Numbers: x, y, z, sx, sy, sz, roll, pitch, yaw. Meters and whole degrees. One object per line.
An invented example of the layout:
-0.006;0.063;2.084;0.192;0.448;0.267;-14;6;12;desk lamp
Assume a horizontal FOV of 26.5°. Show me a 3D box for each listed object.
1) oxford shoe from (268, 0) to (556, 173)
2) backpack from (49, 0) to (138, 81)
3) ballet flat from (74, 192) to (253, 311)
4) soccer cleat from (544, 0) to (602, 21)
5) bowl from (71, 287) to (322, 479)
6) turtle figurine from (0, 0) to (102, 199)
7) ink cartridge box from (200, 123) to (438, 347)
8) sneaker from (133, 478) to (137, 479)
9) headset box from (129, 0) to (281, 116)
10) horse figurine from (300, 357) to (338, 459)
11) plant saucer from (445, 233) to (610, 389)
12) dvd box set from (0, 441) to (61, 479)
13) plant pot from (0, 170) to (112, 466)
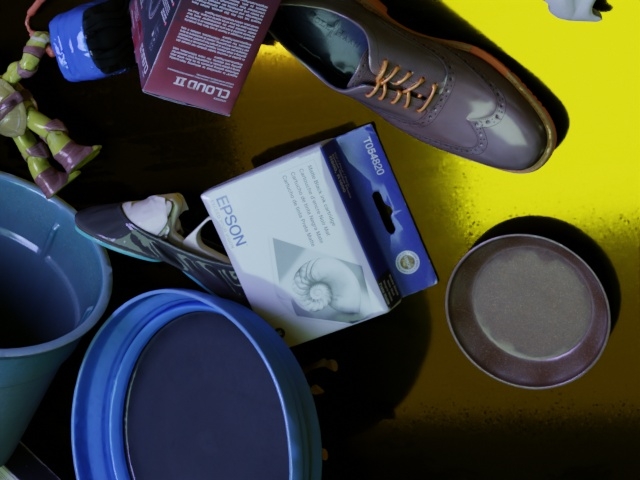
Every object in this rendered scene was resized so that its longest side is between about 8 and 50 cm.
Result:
0.092;-0.173;1.521;0.363;0.133;0.130;30;118;10;oxford shoe
-0.279;-0.241;1.660;0.101;0.120;0.098;-13;105;27;backpack
-0.174;-0.003;1.734;0.280;0.095;0.096;25;108;1;ballet flat
0.290;-0.324;1.423;0.076;0.068;0.196;15;117;1;soccer cleat
-0.156;0.252;1.679;0.391;0.077;0.391;2;93;40;bowl
-0.384;-0.172;1.751;0.217;0.087;0.269;48;120;0;turtle figurine
0.000;0.000;1.645;0.224;0.045;0.223;-22;100;11;ink cartridge box
-0.166;0.324;1.831;0.410;0.158;0.182;-2;97;20;sneaker
-0.120;-0.298;1.506;0.110;0.218;0.293;15;120;-22;headset box
-0.063;0.240;1.751;0.174;0.066;0.263;-11;70;30;horse figurine
0.248;0.080;1.611;0.198;0.036;0.199;8;113;19;plant saucer
-0.548;0.438;2.037;0.307;0.062;0.420;38;121;21;dvd box set
-0.485;0.132;1.796;0.341;0.341;0.334;34;128;8;plant pot
